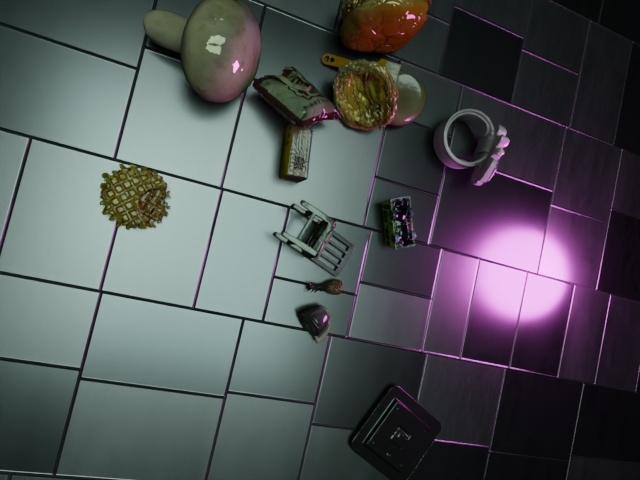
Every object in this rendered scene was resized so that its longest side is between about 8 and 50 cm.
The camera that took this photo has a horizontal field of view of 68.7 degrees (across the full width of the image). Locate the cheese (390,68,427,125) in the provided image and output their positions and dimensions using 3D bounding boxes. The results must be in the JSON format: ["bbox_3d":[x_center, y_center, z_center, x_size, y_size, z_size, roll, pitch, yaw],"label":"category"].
[{"bbox_3d":[0.281,-0.491,1.647,0.175,0.091,0.203,34,80,-14],"label":"cheese"}]

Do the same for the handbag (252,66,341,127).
[{"bbox_3d":[-0.069,-0.446,1.470,0.235,0.127,0.213,46,45,9],"label":"handbag"}]

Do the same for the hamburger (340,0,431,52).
[{"bbox_3d":[0.215,-0.727,1.519,0.318,0.318,0.158,-6,87,-18],"label":"hamburger"}]

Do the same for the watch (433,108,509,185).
[{"bbox_3d":[0.532,-0.340,1.686,0.231,0.196,0.244,22,87,-10],"label":"watch"}]

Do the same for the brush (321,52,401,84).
[{"bbox_3d":[0.133,-0.588,1.596,0.271,0.013,0.103,15,84,1],"label":"brush"}]

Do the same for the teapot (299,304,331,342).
[{"bbox_3d":[-0.012,0.268,1.569,0.092,0.124,0.090,38,56,26],"label":"teapot"}]

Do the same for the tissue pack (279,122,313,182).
[{"bbox_3d":[-0.082,-0.280,1.512,0.082,0.120,0.170,6,90,-16],"label":"tissue pack"}]

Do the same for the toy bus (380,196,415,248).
[{"bbox_3d":[0.269,-0.064,1.639,0.088,0.101,0.175,-10,98,-18],"label":"toy bus"}]

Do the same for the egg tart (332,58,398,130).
[{"bbox_3d":[0.149,-0.489,1.564,0.252,0.231,0.098,52,36,-25],"label":"egg tart"}]

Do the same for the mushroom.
[{"bbox_3d":[-0.345,-0.569,1.369,0.335,0.314,0.315,18,84,9],"label":"mushroom"}]

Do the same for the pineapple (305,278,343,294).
[{"bbox_3d":[0.011,0.154,1.584,0.124,0.058,0.058,7,88,-12],"label":"pineapple"}]

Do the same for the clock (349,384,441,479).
[{"bbox_3d":[0.275,0.696,1.672,0.279,0.049,0.273,42,79,-14],"label":"clock"}]

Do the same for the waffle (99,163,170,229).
[{"bbox_3d":[-0.546,-0.129,1.385,0.196,0.070,0.193,-2,90,-18],"label":"waffle"}]

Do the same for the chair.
[{"bbox_3d":[0.000,0.000,1.528,0.270,0.147,0.136,35,79,-14],"label":"chair"}]
